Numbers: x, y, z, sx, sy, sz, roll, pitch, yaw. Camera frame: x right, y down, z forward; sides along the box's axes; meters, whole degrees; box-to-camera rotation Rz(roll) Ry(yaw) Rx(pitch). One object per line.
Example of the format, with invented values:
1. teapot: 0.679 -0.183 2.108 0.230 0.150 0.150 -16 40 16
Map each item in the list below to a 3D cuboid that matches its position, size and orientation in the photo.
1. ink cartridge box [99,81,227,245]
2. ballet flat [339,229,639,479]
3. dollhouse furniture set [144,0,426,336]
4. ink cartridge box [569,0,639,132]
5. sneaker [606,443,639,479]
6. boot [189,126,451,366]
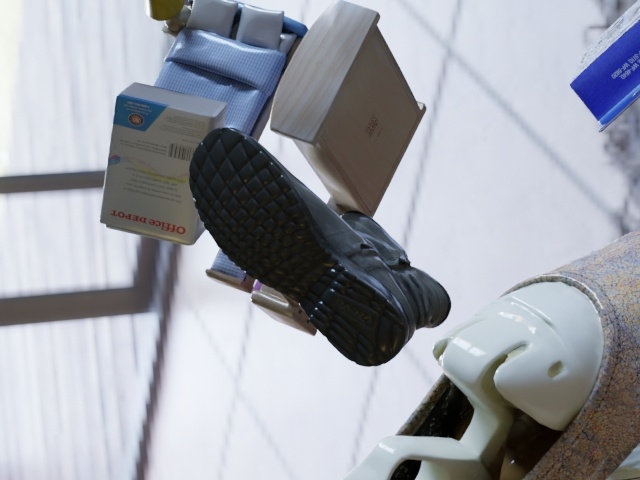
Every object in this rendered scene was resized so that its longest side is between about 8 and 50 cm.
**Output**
1. ink cartridge box: -0.137 -0.066 1.516 0.052 0.089 0.122 -59 -18 -69
2. ballet flat: 0.079 0.107 0.886 0.316 0.106 0.107 -53 44 -3
3. dollhouse furniture set: -0.100 -0.113 1.651 0.286 0.303 0.198 -63 -25 -13
4. ink cartridge box: 0.392 -0.241 2.141 0.165 0.065 0.332 -43 4 19
5. sneaker: 0.275 0.147 1.136 0.237 0.086 0.085 17 87 35
6. boot: 0.000 0.000 1.480 0.083 0.161 0.246 -44 87 20
